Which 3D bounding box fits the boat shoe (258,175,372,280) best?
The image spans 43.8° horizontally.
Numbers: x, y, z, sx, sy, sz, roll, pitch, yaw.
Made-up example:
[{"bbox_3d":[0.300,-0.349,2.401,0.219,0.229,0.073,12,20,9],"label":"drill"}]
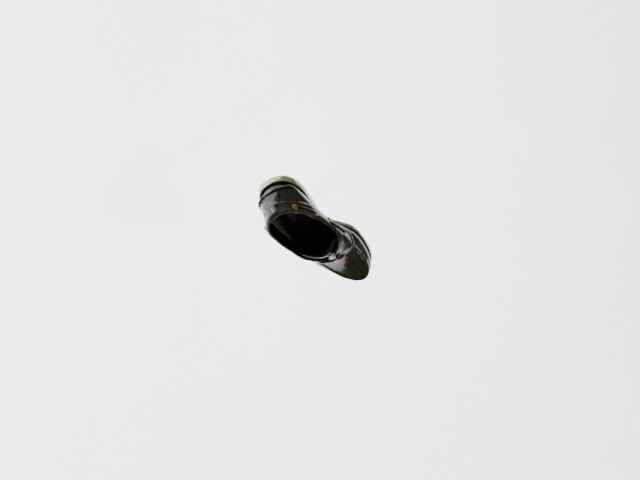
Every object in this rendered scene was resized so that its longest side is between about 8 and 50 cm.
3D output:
[{"bbox_3d":[-0.001,0.001,0.637,0.133,0.049,0.042,41,-152,-42],"label":"boat shoe"}]
